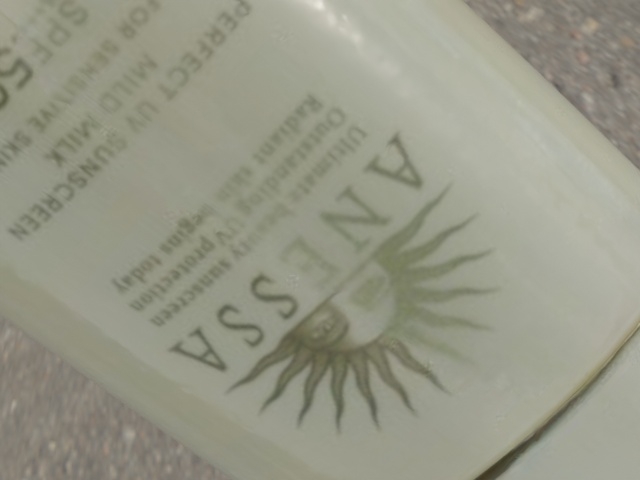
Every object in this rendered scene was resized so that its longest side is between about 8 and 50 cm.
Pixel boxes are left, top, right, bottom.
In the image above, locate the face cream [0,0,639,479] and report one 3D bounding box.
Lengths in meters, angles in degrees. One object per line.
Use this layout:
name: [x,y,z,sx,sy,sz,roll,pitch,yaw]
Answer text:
face cream: [0.000,0.000,0.588,0.173,0.081,0.348,-42,114,17]
